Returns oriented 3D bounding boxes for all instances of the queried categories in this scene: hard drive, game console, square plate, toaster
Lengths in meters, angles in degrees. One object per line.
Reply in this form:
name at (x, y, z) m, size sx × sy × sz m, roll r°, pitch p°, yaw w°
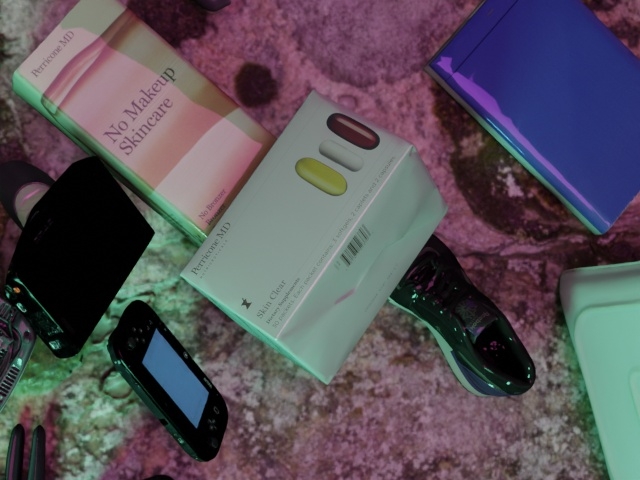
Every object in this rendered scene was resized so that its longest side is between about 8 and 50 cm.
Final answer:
hard drive at (0.317, -0.192, 1.671) m, size 0.319 × 0.040 × 0.210 m, roll 43°, pitch 78°, yaw -8°
game console at (-0.211, 0.094, 1.461) m, size 0.361 × 0.044 × 0.213 m, roll 55°, pitch 36°, yaw -25°
square plate at (0.425, 0.191, 1.522) m, size 0.049 × 0.344 × 0.347 m, roll -17°, pitch 91°, yaw -28°
toaster at (-0.400, 0.134, 1.418) m, size 0.129 × 0.146 × 0.227 m, roll 31°, pitch 81°, yaw -11°

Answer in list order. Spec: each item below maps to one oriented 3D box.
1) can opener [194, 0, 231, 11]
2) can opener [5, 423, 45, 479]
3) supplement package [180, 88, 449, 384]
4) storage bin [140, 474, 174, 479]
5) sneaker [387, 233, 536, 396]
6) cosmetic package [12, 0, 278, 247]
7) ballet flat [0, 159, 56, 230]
can opener at (-0.177, -0.413, 1.541) m, size 0.095 × 0.076 × 0.283 m, roll -34°, pitch 94°, yaw -14°
can opener at (-0.344, 0.304, 1.471) m, size 0.059 × 0.073 × 0.186 m, roll 12°, pitch 75°, yaw -5°
supplement package at (0.000, 0.000, 1.470) m, size 0.145 × 0.204 × 0.262 m, roll 31°, pitch 82°, yaw 25°
storage bin at (-0.200, 0.376, 1.489) m, size 0.122 × 0.084 × 0.180 m, roll -15°, pitch 92°, yaw -14°
sneaker at (0.167, 0.074, 1.576) m, size 0.107 × 0.124 × 0.283 m, roll -44°, pitch 97°, yaw -13°
cosmetic package at (-0.198, -0.141, 1.493) m, size 0.296 × 0.129 × 0.153 m, roll 39°, pitch 80°, yaw -9°
ballet flat at (-0.304, -0.013, 1.490) m, size 0.074 × 0.074 × 0.203 m, roll -37°, pitch 96°, yaw -13°
